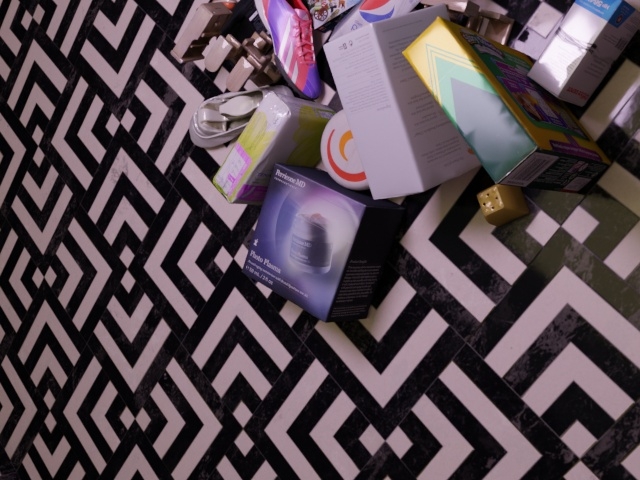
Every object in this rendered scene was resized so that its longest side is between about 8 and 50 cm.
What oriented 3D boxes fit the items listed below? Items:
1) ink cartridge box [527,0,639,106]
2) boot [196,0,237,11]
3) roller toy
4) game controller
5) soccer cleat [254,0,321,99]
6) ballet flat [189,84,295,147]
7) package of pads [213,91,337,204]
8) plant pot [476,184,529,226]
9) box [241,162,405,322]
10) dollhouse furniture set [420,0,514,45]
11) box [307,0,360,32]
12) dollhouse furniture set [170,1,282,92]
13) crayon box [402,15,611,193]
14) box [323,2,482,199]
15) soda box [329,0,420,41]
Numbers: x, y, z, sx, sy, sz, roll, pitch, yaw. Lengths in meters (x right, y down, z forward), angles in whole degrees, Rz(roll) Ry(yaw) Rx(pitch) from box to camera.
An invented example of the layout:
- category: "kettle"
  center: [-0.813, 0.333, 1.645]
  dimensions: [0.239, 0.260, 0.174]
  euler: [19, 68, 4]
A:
- category: "ink cartridge box"
  center: [0.508, -0.371, 1.486]
  dimensions: [0.086, 0.148, 0.203]
  euler: [44, 115, 29]
- category: "boot"
  center: [-0.286, -0.628, 2.178]
  dimensions: [0.158, 0.059, 0.084]
  euler: [-8, 88, 46]
- category: "roller toy"
  center: [0.111, -0.219, 1.801]
  dimensions: [0.191, 0.146, 0.209]
  euler: [0, 100, 33]
- category: "game controller"
  center: [-0.157, -0.596, 2.080]
  dimensions: [0.319, 0.067, 0.166]
  euler: [-38, 82, 32]
- category: "soccer cleat"
  center: [-0.061, -0.508, 1.942]
  dimensions: [0.116, 0.109, 0.318]
  euler: [-26, 84, 36]
- category: "ballet flat"
  center: [-0.249, -0.345, 2.097]
  dimensions: [0.400, 0.139, 0.139]
  euler: [-8, 85, 38]
- category: "package of pads"
  center: [-0.108, -0.219, 1.922]
  dimensions: [0.101, 0.229, 0.296]
  euler: [50, 118, 27]
- category: "plant pot"
  center: [0.374, -0.081, 1.632]
  dimensions: [0.081, 0.083, 0.081]
  euler: [-27, 73, 36]
- category: "box"
  center: [0.000, 0.000, 1.868]
  dimensions: [0.296, 0.183, 0.294]
  euler: [27, 105, 35]
- category: "dollhouse furniture set"
  center: [0.297, -0.439, 1.653]
  dimensions: [0.144, 0.151, 0.123]
  euler: [27, 106, 38]
- category: "box"
  center: [0.065, -0.636, 1.904]
  dimensions: [0.233, 0.044, 0.159]
  euler: [-22, 76, 36]
- category: "dollhouse furniture set"
  center: [-0.236, -0.467, 1.994]
  dimensions: [0.242, 0.212, 0.161]
  euler: [45, 121, 6]
- category: "crayon box"
  center: [0.360, -0.245, 1.466]
  dimensions: [0.106, 0.363, 0.313]
  euler: [-45, 64, 30]
- category: "box"
  center: [0.184, -0.286, 1.618]
  dimensions: [0.168, 0.215, 0.345]
  euler: [-5, 106, 55]
- category: "soda box"
  center: [0.149, -0.541, 1.783]
  dimensions: [0.091, 0.098, 0.286]
  euler: [40, 123, -16]
